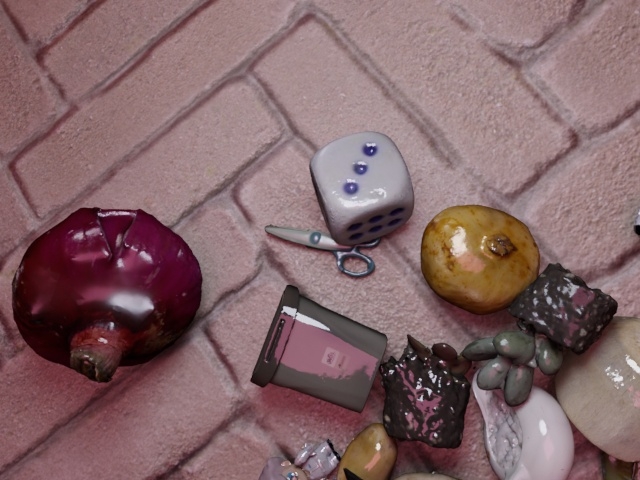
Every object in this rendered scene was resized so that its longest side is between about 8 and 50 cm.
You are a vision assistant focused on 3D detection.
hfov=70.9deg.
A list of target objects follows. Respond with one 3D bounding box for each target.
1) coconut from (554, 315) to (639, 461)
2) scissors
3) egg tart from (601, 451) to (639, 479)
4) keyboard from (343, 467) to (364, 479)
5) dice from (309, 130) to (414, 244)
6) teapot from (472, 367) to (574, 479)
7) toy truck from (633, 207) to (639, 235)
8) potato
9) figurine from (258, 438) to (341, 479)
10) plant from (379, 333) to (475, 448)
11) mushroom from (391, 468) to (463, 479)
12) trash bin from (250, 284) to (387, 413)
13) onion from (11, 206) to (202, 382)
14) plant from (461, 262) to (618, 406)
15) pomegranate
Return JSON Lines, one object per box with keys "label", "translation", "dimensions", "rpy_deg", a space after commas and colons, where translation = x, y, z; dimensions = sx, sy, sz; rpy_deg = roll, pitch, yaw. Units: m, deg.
{"label": "coconut", "translation": [0.581, 0.282, 0.845], "dimensions": [0.238, 0.265, 0.237], "rpy_deg": [7, 39, -5]}
{"label": "scissors", "translation": [0.000, 0.000, 1.101], "dimensions": [0.289, 0.041, 0.138], "rpy_deg": [12, 82, 9]}
{"label": "egg tart", "translation": [0.658, 0.453, 0.878], "dimensions": [0.197, 0.078, 0.197], "rpy_deg": [-2, 78, 11]}
{"label": "keyboard", "translation": [0.091, 0.543, 0.884], "dimensions": [0.010, 0.064, 0.198], "rpy_deg": [-23, 101, -33]}
{"label": "dice", "translation": [0.090, -0.113, 1.009], "dimensions": [0.193, 0.194, 0.191], "rpy_deg": [-17, 69, -3]}
{"label": "teapot", "translation": [0.388, 0.389, 0.866], "dimensions": [0.139, 0.298, 0.204], "rpy_deg": [14, 126, -12]}
{"label": "toy truck", "translation": [0.775, -0.046, 0.883], "dimensions": [0.253, 0.114, 0.124], "rpy_deg": [10, 82, 38]}
{"label": "potato", "translation": [0.100, 0.477, 0.962], "dimensions": [0.109, 0.118, 0.178], "rpy_deg": [27, 84, 33]}
{"label": "figurine", "translation": [-0.059, 0.531, 0.994], "dimensions": [0.229, 0.112, 0.137], "rpy_deg": [-35, 84, -10]}
{"label": "plant", "translation": [0.222, 0.305, 0.936], "dimensions": [0.204, 0.178, 0.233], "rpy_deg": [7, 79, 16]}
{"label": "mushroom", "translation": [0.220, 0.547, 0.901], "dimensions": [0.227, 0.226, 0.178], "rpy_deg": [-14, 35, 9]}
{"label": "trash bin", "translation": [0.000, 0.241, 0.982], "dimensions": [0.250, 0.219, 0.219], "rpy_deg": [21, 87, 7]}
{"label": "onion", "translation": [-0.445, 0.158, 0.968], "dimensions": [0.398, 0.398, 0.420], "rpy_deg": [-38, 42, 3]}
{"label": "plant", "translation": [0.393, 0.177, 0.818], "dimensions": [0.274, 0.149, 0.146], "rpy_deg": [-53, 43, 18]}
{"label": "pomegranate", "translation": [0.326, 0.038, 0.933], "dimensions": [0.248, 0.248, 0.248], "rpy_deg": [-2, 80, 11]}
